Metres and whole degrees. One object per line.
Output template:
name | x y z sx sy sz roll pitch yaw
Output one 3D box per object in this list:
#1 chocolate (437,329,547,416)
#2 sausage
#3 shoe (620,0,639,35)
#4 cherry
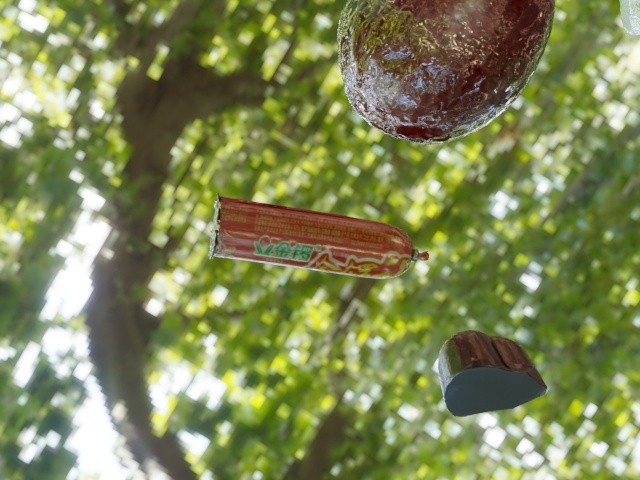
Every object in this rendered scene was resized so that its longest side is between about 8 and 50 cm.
chocolate | 0.214 0.171 2.159 0.149 0.125 0.080 10 -129 -29
sausage | 0.000 0.000 1.964 0.264 0.083 0.083 8 -166 -4
shoe | 0.447 -0.310 1.544 0.132 0.363 0.160 -63 -42 -81
cherry | 0.136 -0.225 1.763 0.203 0.300 0.230 42 -158 -9
